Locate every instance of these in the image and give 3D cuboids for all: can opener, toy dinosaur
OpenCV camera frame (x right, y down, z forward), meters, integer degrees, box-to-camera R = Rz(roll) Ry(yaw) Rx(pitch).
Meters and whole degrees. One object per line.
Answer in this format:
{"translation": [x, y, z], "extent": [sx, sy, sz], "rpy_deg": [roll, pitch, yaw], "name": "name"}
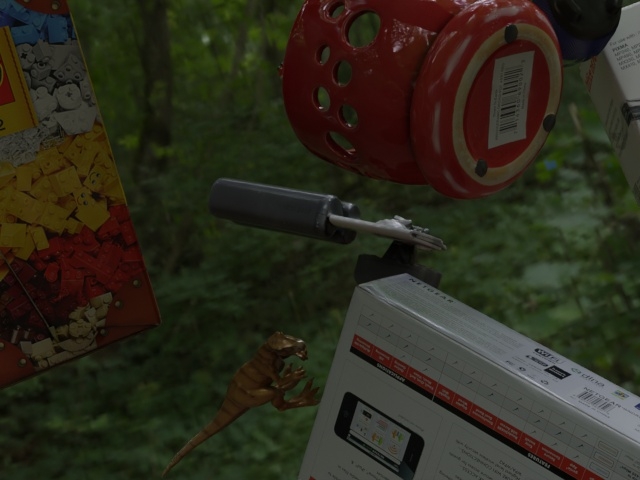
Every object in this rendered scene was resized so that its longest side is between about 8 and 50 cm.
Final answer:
{"translation": [0.000, 0.000, 1.136], "extent": [0.283, 0.095, 0.076], "rpy_deg": [11, -5, 35], "name": "can opener"}
{"translation": [-0.069, 0.149, 1.074], "extent": [0.112, 0.064, 0.211], "rpy_deg": [10, -50, -36], "name": "toy dinosaur"}

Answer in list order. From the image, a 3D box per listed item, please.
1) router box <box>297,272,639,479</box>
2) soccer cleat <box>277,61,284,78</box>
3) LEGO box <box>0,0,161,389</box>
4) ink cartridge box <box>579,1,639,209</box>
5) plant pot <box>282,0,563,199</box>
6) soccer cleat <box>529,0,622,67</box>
{"translation": [0.138, 0.234, 0.944], "extent": [0.082, 0.335, 0.301], "rpy_deg": [-11, -57, -52], "name": "router box"}
{"translation": [-0.014, -0.206, 1.251], "extent": [0.083, 0.035, 0.029], "rpy_deg": [-34, 19, 35], "name": "soccer cleat"}
{"translation": [-0.383, -0.103, 1.176], "extent": [0.193, 0.372, 0.500], "rpy_deg": [-21, 21, -22], "name": "LEGO box"}
{"translation": [0.357, -0.111, 1.111], "extent": [0.100, 0.237, 0.172], "rpy_deg": [-22, -13, 6], "name": "ink cartridge box"}
{"translation": [0.089, -0.133, 0.913], "extent": [0.191, 0.174, 0.191], "rpy_deg": [-19, -59, -35], "name": "plant pot"}
{"translation": [0.211, -0.303, 1.051], "extent": [0.093, 0.289, 0.121], "rpy_deg": [-8, -16, -11], "name": "soccer cleat"}
